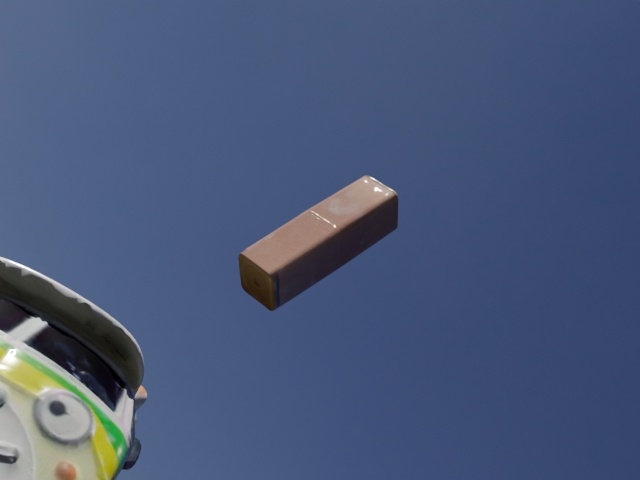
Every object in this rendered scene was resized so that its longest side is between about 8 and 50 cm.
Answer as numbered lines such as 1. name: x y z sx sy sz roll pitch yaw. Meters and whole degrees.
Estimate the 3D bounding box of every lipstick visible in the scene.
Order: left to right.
1. lipstick: 0.000 0.000 0.863 0.045 0.145 0.045 32 -39 35

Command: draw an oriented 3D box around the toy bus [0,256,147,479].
1. toy bus: -0.197 0.150 0.519 0.143 0.179 0.305 30 -53 -3
